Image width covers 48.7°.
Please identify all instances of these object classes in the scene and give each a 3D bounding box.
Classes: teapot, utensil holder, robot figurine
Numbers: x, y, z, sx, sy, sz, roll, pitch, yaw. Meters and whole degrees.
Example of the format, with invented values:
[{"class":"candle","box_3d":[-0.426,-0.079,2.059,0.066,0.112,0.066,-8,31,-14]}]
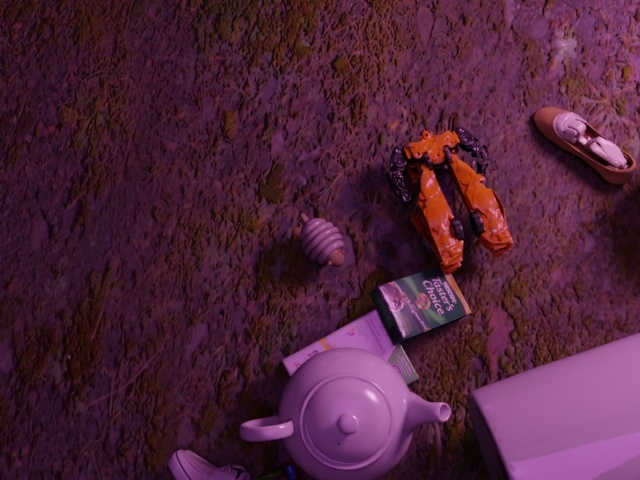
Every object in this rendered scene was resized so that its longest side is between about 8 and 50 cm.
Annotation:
[{"class":"teapot","box_3d":[0.038,0.298,1.183,0.252,0.187,0.256,38,86,7]},{"class":"utensil holder","box_3d":[0.475,0.336,1.162,0.385,0.327,0.328,-17,75,1]},{"class":"robot figurine","box_3d":[0.253,-0.090,1.394,0.211,0.085,0.291,-17,66,-2]}]

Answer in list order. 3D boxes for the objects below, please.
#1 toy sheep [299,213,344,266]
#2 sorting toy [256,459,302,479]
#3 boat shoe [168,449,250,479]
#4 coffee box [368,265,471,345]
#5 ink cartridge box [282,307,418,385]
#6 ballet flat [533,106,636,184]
[{"class":"toy sheep","box_3d":[0.000,0.000,1.402,0.091,0.091,0.132,-42,77,-6]},{"class":"sorting toy","box_3d":[-0.065,0.434,1.294,0.061,0.102,0.042,-26,79,42]},{"class":"boat shoe","box_3d":[-0.161,0.451,1.285,0.258,0.095,0.084,33,93,15]},{"class":"coffee box","box_3d":[0.190,0.118,1.336,0.184,0.040,0.113,-13,70,-35]},{"class":"ink cartridge box","box_3d":[0.056,0.245,1.333,0.212,0.093,0.154,-28,77,-1]},{"class":"ballet flat","box_3d":[0.536,-0.205,1.421,0.232,0.073,0.080,39,81,13]}]
